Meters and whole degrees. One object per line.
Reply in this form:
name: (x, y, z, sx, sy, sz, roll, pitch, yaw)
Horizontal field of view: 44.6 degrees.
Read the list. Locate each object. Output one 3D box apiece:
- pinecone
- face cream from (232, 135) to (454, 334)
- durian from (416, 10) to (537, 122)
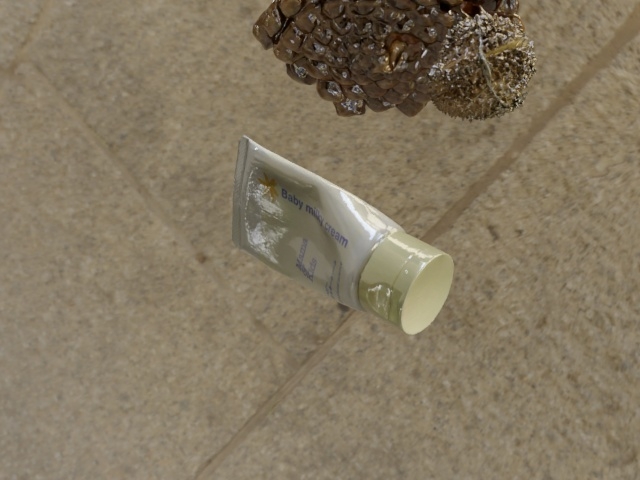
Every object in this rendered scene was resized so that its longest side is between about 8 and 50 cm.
pinecone: (0.099, -0.376, 1.051, 0.384, 0.384, 0.384, 4, 99, 25)
face cream: (0.000, 0.000, 0.656, 0.224, 0.070, 0.114, 28, 124, 33)
durian: (0.114, -0.126, 0.574, 0.091, 0.080, 0.080, 0, 98, 30)
